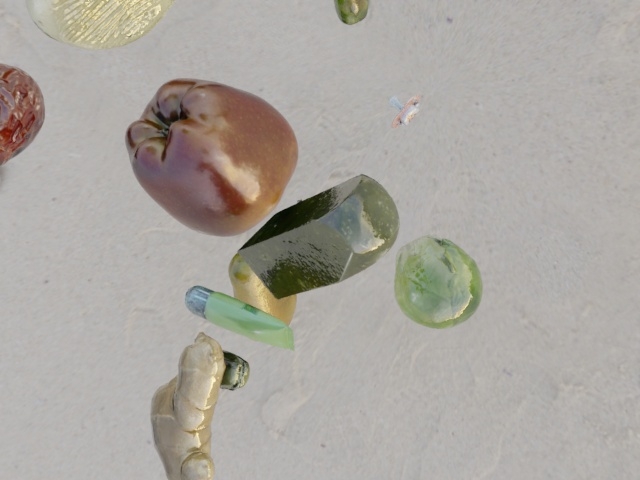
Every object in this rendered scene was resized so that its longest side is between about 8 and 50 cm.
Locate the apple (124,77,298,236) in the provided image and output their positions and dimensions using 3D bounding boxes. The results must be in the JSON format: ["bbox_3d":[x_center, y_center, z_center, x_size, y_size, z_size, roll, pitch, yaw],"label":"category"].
[{"bbox_3d":[-0.201,-0.158,1.276,0.288,0.317,0.288,-16,61,31],"label":"apple"}]

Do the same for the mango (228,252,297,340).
[{"bbox_3d":[-0.102,0.092,1.163,0.099,0.136,0.227,24,149,26],"label":"mango"}]

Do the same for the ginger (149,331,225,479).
[{"bbox_3d":[-0.176,0.284,0.898,0.148,0.081,0.334,1,95,39],"label":"ginger"}]

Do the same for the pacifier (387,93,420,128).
[{"bbox_3d":[0.194,-0.317,1.595,0.078,0.081,0.099,42,109,14],"label":"pacifier"}]

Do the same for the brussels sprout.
[{"bbox_3d":[0.301,0.109,1.714,0.244,0.244,0.244,2,103,9],"label":"brussels sprout"}]

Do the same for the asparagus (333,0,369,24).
[{"bbox_3d":[0.033,-0.432,0.977,0.060,0.278,0.067,38,78,24],"label":"asparagus"}]

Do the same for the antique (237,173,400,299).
[{"bbox_3d":[0.000,0.000,0.722,0.080,0.221,0.081,50,61,-13],"label":"antique"}]

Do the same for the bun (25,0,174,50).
[{"bbox_3d":[-0.294,-0.364,0.894,0.231,0.231,0.133,-41,78,15],"label":"bun"}]

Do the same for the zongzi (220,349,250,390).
[{"bbox_3d":[-0.117,0.185,0.947,0.104,0.113,0.052,4,83,39],"label":"zongzi"}]

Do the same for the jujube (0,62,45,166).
[{"bbox_3d":[-0.601,-0.223,1.222,0.168,0.236,0.168,-5,137,-4],"label":"jujube"}]

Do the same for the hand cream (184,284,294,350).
[{"bbox_3d":[-0.119,0.115,0.997,0.175,0.095,0.046,19,61,10],"label":"hand cream"}]
